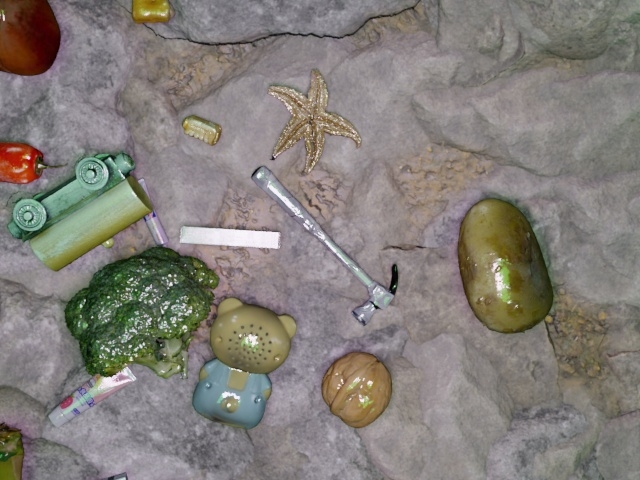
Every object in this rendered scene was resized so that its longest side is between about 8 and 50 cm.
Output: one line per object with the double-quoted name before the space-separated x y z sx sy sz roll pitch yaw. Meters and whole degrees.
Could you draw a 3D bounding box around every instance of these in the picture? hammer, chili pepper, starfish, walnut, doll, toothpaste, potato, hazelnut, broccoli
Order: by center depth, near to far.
"hazelnut" -0.631 -0.434 1.394 0.208 0.208 0.208 0 93 -4
"broccoli" -0.358 0.166 1.431 0.321 0.304 0.283 -19 124 0
"chili pepper" -0.635 -0.166 1.469 0.192 0.084 0.086 2 109 1
"doll" -0.169 0.261 1.483 0.177 0.161 0.260 20 94 -3
"potato" 0.394 0.060 1.497 0.210 0.173 0.307 -12 87 -39
"walnut" 0.082 0.325 1.516 0.167 0.149 0.166 -1 88 30
"toothpaste" -0.376 -0.053 1.519 0.045 0.028 0.170 -24 92 5
"starfish" -0.019 -0.260 1.525 0.241 0.043 0.227 24 93 -8
"toothpaste" -0.509 0.341 1.526 0.194 0.043 0.067 -36 92 -7
"hammer" 0.000 0.000 1.540 0.427 0.044 0.152 43 89 -4

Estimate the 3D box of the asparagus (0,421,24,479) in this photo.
"asparagus" -0.703 0.585 1.485 0.128 0.108 0.381 5 95 28

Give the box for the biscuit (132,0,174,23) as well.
"biscuit" -0.329 -0.560 1.492 0.174 0.039 0.183 3 93 -6

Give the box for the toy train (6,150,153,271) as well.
"toy train" -0.508 -0.061 1.450 0.307 0.126 0.189 -31 92 3

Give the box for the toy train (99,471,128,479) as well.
"toy train" -0.539 0.574 1.508 0.234 0.052 0.051 -14 90 -13

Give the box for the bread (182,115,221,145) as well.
"bread" -0.262 -0.244 1.514 0.088 0.033 0.049 20 106 -1

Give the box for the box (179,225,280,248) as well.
"box" -0.198 -0.007 1.519 0.218 0.055 0.039 4 92 -4
